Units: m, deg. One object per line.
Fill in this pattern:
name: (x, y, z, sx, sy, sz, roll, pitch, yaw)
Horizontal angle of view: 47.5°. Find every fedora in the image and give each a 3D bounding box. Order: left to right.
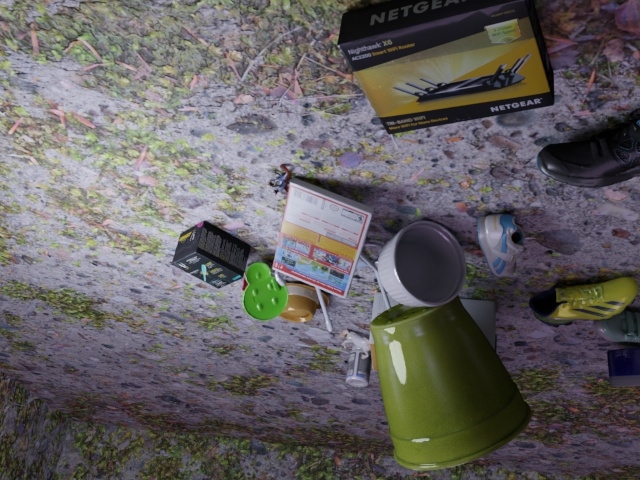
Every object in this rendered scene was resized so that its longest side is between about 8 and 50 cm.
fedora: (-0.073, 0.193, 2.173, 0.195, 0.079, 0.194, 8, 150, 5)

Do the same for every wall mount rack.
wall mount rack: (0.048, 0.119, 1.960, 0.350, 0.130, 0.304, -10, 145, 31)

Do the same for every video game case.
video game case: (0.000, 0.000, 1.739, 0.204, 0.025, 0.285, 22, 131, 8)

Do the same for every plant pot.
plant pot: (0.295, 0.327, 1.838, 0.367, 0.366, 0.352, -18, 96, 39)

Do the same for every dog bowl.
dog bowl: (0.950, 0.354, 2.045, 0.265, 0.104, 0.265, -3, 168, -1)

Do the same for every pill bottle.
pill bottle: (0.132, 0.413, 2.431, 0.078, 0.137, 0.078, 8, 149, 5)

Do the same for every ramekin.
ramekin: (0.235, 0.064, 1.748, 0.207, 0.207, 0.109, 22, 156, -21)

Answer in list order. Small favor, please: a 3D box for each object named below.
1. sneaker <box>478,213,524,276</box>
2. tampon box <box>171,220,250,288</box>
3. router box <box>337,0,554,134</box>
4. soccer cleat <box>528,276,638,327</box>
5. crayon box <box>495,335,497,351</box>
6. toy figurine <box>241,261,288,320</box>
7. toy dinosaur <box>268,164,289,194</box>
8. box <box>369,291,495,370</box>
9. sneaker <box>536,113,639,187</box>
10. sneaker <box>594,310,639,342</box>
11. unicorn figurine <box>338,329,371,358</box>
sneaker: (0.439, 0.018, 1.720, 0.092, 0.087, 0.228, -8, 148, 24)
tampon box: (-0.293, 0.040, 1.950, 0.161, 0.101, 0.120, 32, 143, -32)
router box: (0.218, -0.307, 1.231, 0.309, 0.080, 0.243, -7, 146, 26)
soccer cleat: (0.673, 0.152, 1.878, 0.121, 0.093, 0.289, 35, 142, -25)
crayon box: (0.456, 0.382, 2.341, 0.166, 0.081, 0.278, 8, 150, 4)
toy figurine: (-0.180, 0.119, 2.040, 0.130, 0.159, 0.173, -22, 111, -14)
toy dinosaur: (-0.088, -0.143, 1.664, 0.090, 0.047, 0.082, -8, 159, -47)
box: (0.325, 0.281, 2.119, 0.346, 0.168, 0.215, 3, 149, 10)
sneaker: (0.575, -0.180, 1.346, 0.341, 0.125, 0.139, 0, 121, 22)
sneaker: (0.861, 0.219, 1.930, 0.256, 0.094, 0.151, 12, 157, -24)
unicorn figurine: (0.138, 0.334, 2.367, 0.162, 0.060, 0.111, 16, 140, -1)
